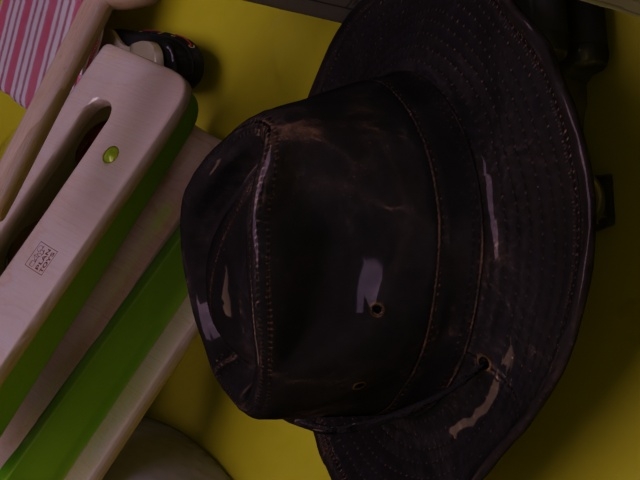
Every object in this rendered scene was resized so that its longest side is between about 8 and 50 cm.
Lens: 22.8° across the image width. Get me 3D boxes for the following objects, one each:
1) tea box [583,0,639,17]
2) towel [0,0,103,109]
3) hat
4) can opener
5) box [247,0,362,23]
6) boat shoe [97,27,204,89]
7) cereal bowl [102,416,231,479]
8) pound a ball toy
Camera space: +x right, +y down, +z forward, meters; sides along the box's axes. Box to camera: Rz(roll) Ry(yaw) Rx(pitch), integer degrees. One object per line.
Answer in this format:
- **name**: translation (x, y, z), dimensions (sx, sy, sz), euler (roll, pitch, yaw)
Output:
- **tea box**: translation (0.189, -0.321, 0.698), dimensions (0.323, 0.220, 0.329), euler (-27, 68, 41)
- **towel**: translation (-0.197, -0.167, 1.176), dimensions (0.197, 0.029, 0.144), euler (33, 108, 57)
- **hat**: translation (0.000, 0.000, 0.851), dimensions (0.331, 0.134, 0.331), euler (-178, 90, -65)
- **can opener**: translation (0.102, -0.109, 0.863), dimensions (0.095, 0.076, 0.283), euler (-12, 77, 40)
- **box**: translation (-0.055, -0.224, 0.863), dimensions (0.148, 0.311, 0.121), euler (-49, 55, 29)
- **boat shoe**: translation (-0.126, -0.124, 1.115), dimensions (0.133, 0.042, 0.048), euler (16, 107, 56)
- **cereal bowl**: translation (-0.184, 0.282, 1.062), dimensions (0.339, 0.141, 0.338), euler (-6, 81, 43)
- **pound a ball toy**: translation (-0.167, -0.015, 0.974), dimensions (0.136, 0.208, 0.319), euler (25, 79, 43)
